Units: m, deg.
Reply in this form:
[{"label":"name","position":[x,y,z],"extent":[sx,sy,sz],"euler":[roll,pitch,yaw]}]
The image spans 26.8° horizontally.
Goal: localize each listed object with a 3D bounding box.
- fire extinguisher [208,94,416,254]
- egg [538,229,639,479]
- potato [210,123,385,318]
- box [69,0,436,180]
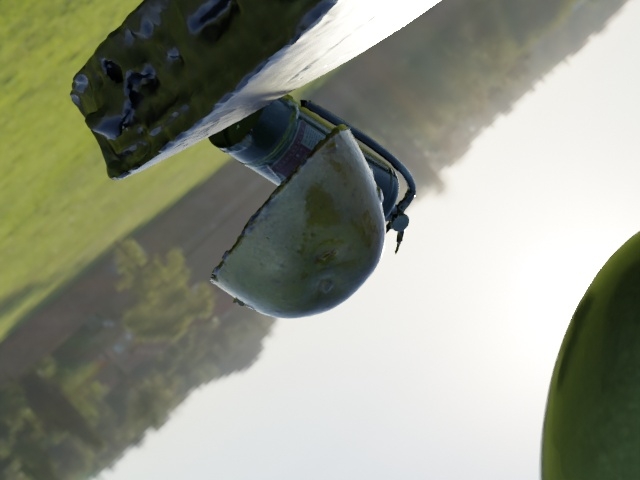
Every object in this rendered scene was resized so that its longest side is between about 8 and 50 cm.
[{"label":"fire extinguisher","position":[0.014,-0.074,1.482],"extent":[0.118,0.294,0.093],"euler":[-49,-143,13]},{"label":"egg","position":[0.266,0.142,0.852],"extent":[0.258,0.258,0.352],"euler":[139,-38,-57]},{"label":"potato","position":[0.000,0.000,1.279],"extent":[0.202,0.117,0.182],"euler":[-50,172,15]},{"label":"box","position":[0.030,-0.183,0.873],"extent":[0.350,0.091,0.359],"euler":[-34,-176,-38]}]
